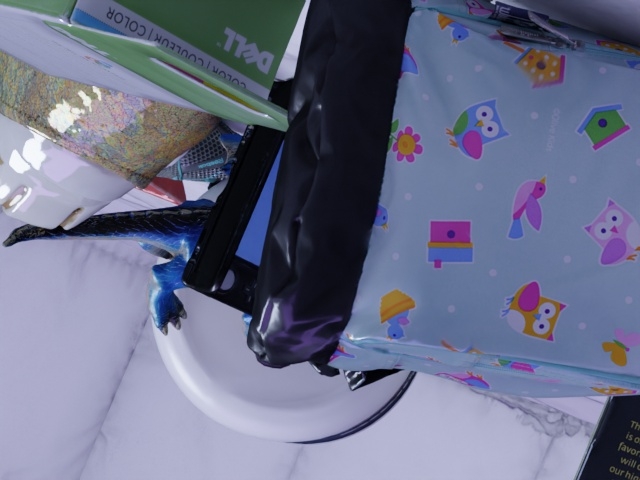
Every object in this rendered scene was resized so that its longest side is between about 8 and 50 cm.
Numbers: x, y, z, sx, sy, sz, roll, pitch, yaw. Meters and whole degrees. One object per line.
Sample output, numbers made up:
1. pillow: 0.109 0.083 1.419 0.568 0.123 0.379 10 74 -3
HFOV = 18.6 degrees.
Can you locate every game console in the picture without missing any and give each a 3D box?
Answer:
1. game console: -0.019 -0.019 1.045 0.071 0.122 0.107 19 174 46

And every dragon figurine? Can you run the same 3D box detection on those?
1. dragon figurine: -0.041 -0.006 1.203 0.289 0.085 0.144 22 133 -27

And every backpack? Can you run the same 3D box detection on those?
1. backpack: 0.075 -0.007 0.657 0.182 0.152 0.115 11 -175 -3

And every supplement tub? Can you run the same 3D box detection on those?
1. supplement tub: -0.015 0.054 1.435 0.191 0.191 0.272 22 176 5

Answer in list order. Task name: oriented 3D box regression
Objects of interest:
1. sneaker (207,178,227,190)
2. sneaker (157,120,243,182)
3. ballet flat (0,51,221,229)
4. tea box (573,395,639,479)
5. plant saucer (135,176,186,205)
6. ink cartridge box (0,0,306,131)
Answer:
1. sneaker: -0.068 -0.036 1.639 0.037 0.032 0.083 25 174 -30
2. sneaker: -0.098 -0.062 1.338 0.076 0.065 0.166 21 178 -21
3. ballet flat: -0.167 -0.064 1.140 0.123 0.123 0.348 26 175 -32
4. tea box: 0.315 0.251 1.262 0.329 0.324 0.220 22 175 18
5. plant saucer: -0.245 -0.114 1.520 0.258 0.048 0.259 21 176 18
6. ink cartridge box: -0.082 -0.101 0.800 0.209 0.062 0.109 18 173 46
